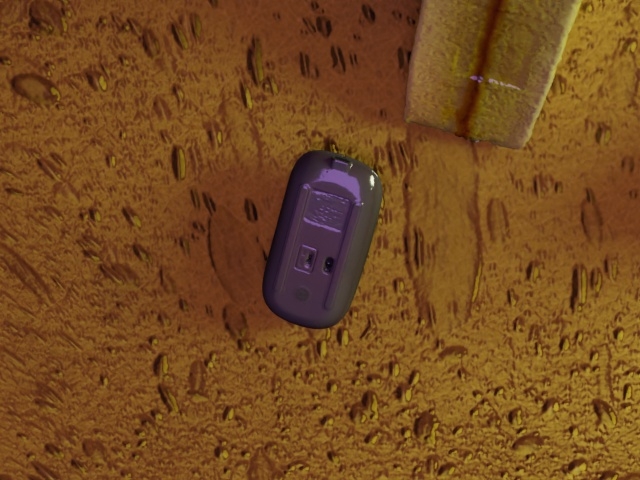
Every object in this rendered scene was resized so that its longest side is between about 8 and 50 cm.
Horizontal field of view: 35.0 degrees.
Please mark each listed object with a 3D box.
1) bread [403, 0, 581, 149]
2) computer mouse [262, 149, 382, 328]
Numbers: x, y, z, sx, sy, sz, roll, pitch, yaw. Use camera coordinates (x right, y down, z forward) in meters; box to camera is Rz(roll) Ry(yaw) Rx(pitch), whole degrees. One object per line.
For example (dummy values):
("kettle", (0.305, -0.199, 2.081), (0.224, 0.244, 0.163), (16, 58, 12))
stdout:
("bread", (0.192, -0.256, 1.124), (0.167, 0.163, 0.264), (16, 142, 5))
("computer mouse", (0.000, 0.000, 1.241), (0.120, 0.057, 0.232), (17, 114, 5))
